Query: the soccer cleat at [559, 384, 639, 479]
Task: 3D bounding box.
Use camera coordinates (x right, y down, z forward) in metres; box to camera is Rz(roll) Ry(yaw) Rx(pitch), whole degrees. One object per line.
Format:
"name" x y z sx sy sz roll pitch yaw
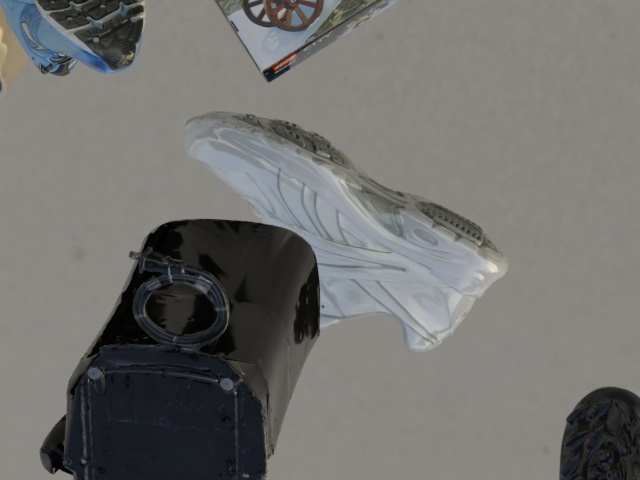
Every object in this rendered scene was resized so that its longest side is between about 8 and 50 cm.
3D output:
"soccer cleat" 0.216 0.260 1.287 0.116 0.318 0.109 7 179 -42

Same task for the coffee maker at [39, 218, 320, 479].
"coffee maker" -0.056 0.057 0.976 0.120 0.178 0.171 24 117 -4

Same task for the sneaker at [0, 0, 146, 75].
"sneaker" -0.151 -0.133 1.148 0.063 0.162 0.073 -21 123 -22

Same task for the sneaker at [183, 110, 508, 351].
"sneaker" 0.000 0.000 1.233 0.232 0.115 0.090 30 -167 4

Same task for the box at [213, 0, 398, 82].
"box" 0.025 -0.217 1.037 0.233 0.159 0.044 -32 176 1

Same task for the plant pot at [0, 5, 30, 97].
"plant pot" -0.264 -0.300 1.508 0.256 0.274 0.256 37 166 10
